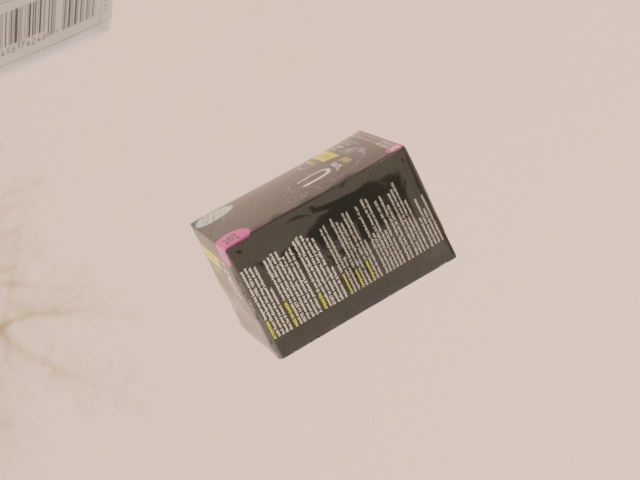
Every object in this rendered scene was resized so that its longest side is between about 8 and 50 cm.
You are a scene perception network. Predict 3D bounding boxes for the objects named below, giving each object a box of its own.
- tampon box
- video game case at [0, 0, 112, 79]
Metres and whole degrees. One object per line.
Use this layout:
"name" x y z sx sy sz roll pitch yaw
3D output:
"tampon box" 0.000 0.000 1.383 0.161 0.120 0.101 -30 -74 -11
"video game case" -0.096 -0.094 0.404 0.019 0.157 0.143 22 -58 25
